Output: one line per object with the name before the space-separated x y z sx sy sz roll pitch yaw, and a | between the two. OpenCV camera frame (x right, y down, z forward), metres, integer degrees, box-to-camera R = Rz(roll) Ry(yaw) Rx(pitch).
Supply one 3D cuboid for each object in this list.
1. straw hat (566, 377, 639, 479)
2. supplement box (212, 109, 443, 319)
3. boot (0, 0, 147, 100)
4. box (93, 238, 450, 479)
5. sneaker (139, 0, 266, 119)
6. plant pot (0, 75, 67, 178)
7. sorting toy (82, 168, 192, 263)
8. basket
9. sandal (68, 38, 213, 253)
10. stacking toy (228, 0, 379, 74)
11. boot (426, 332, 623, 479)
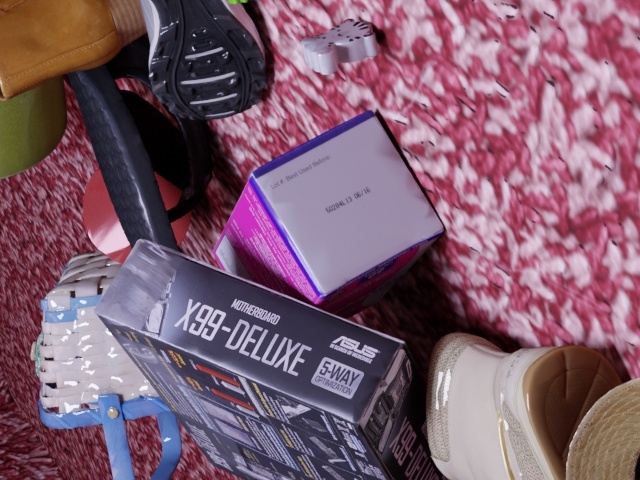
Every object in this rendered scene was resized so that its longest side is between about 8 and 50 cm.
straw hat | 0.222 0.146 1.118 0.144 0.144 0.061 61 -156 7
supplement box | 0.000 0.000 1.472 0.114 0.111 0.220 59 163 7
boot | -0.276 -0.236 1.754 0.295 0.211 0.104 42 152 50
box | -0.019 0.137 1.500 0.242 0.076 0.307 21 159 27
sneaker | -0.108 -0.210 1.542 0.108 0.100 0.271 -93 -10 -45
plant pot | -0.418 -0.261 2.108 0.275 0.275 0.293 49 143 38
sorting toy | -0.115 0.070 1.983 0.365 0.127 0.126 59 -168 5
basket | -0.214 0.158 2.117 0.255 0.201 0.288 -77 -27 -75
sandal | -0.184 -0.140 1.854 0.167 0.107 0.445 85 165 -53
stacking toy | -0.036 -0.233 1.350 0.221 0.052 0.167 42 152 53
boot | 0.164 0.190 1.303 0.262 0.095 0.203 68 162 -9
